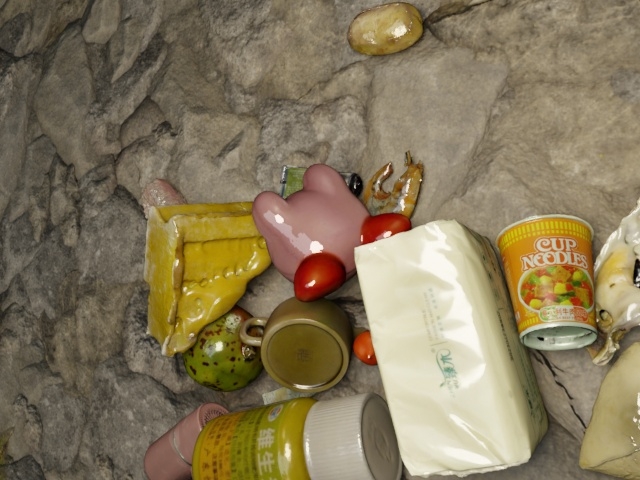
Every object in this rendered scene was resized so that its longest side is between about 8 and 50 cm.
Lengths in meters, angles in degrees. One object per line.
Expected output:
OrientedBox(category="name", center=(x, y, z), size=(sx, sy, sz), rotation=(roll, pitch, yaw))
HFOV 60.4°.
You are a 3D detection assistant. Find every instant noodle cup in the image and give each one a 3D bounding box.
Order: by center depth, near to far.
OrientedBox(category="instant noodle cup", center=(0.379, 0.077, 0.909), size=(0.168, 0.168, 0.185), rotation=(-12, 56, 27))

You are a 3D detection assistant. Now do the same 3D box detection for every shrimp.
OrientedBox(category="shrimp", center=(0.147, -0.103, 1.156), size=(0.132, 0.052, 0.187), rotation=(35, 104, 28))

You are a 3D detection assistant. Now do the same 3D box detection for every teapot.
OrientedBox(category="teapot", center=(-0.036, 0.195, 1.156), size=(0.268, 0.175, 0.185), rotation=(6, 112, 4))

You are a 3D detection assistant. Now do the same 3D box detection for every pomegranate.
OrientedBox(category="pomegranate", center=(-0.219, 0.244, 1.265), size=(0.198, 0.246, 0.198), rotation=(2, 80, -9))

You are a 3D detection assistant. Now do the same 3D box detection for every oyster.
OrientedBox(category="oyster", center=(0.542, 0.056, 0.880), size=(0.271, 0.100, 0.275), rotation=(-28, 42, 50))

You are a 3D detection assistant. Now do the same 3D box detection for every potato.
OrientedBox(category="potato", center=(0.138, -0.454, 1.187), size=(0.170, 0.080, 0.107), rotation=(-5, 89, 32))

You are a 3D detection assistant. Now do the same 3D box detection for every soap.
OrientedBox(category="soap", center=(-0.205, 0.073, 1.225), size=(0.169, 0.339, 0.304), rotation=(25, 113, 46))

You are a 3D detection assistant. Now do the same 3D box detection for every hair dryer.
OrientedBox(category="hair dryer", center=(-0.267, 0.571, 1.231), size=(0.210, 0.125, 0.352), rotation=(-39, 53, 18))

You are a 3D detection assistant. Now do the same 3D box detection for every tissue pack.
OrientedBox(category="tissue pack", center=(0.228, 0.174, 0.941), size=(0.207, 0.297, 0.380), rotation=(-20, 74, 24))

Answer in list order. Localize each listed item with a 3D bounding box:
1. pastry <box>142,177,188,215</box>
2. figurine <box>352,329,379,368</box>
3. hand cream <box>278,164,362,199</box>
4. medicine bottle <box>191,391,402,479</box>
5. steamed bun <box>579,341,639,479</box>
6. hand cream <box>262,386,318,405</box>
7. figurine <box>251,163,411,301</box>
OrientedBox(category="pastry", center=(-0.378, -0.049, 1.413), size=(0.112, 0.103, 0.265), rotation=(-35, 74, 40))
OrientedBox(category="figurine", center=(0.110, 0.219, 1.089), size=(0.075, 0.140, 0.068), rotation=(42, 100, 26))
OrientedBox(category="hand cream", center=(-0.003, -0.129, 1.251), size=(0.235, 0.055, 0.086), rotation=(6, 84, 37))
OrientedBox(category="medicine bottle", center=(-0.047, 0.433, 1.104), size=(0.384, 0.224, 0.224), rotation=(-20, 75, 25))
OrientedBox(category="steamed bun", center=(0.542, 0.297, 0.859), size=(0.212, 0.110, 0.231), rotation=(18, 96, 29))
OrientedBox(category="hand cream", center=(-0.054, 0.339, 1.223), size=(0.194, 0.042, 0.067), rotation=(-34, 69, 25))
OrientedBox(category="figurine", center=(0.005, 0.008, 1.126), size=(0.270, 0.211, 0.261), rotation=(-33, 60, -21))
